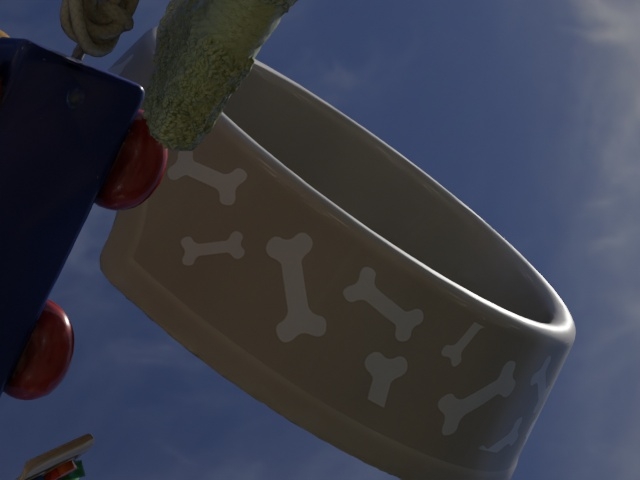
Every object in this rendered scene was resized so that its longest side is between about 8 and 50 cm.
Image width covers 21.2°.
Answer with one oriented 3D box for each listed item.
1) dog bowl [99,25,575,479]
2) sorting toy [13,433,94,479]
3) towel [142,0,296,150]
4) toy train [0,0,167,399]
[{"bbox_3d":[0.000,0.000,1.010,0.349,0.349,0.102,32,-78,-22],"label":"dog bowl"},{"bbox_3d":[-0.140,0.123,0.879,0.012,0.062,0.083,53,-151,10],"label":"sorting toy"},{"bbox_3d":[-0.030,-0.097,0.624,0.027,0.148,0.110,29,-69,-15],"label":"towel"},{"bbox_3d":[-0.136,-0.066,0.689,0.105,0.143,0.248,19,-80,-46],"label":"toy train"}]
